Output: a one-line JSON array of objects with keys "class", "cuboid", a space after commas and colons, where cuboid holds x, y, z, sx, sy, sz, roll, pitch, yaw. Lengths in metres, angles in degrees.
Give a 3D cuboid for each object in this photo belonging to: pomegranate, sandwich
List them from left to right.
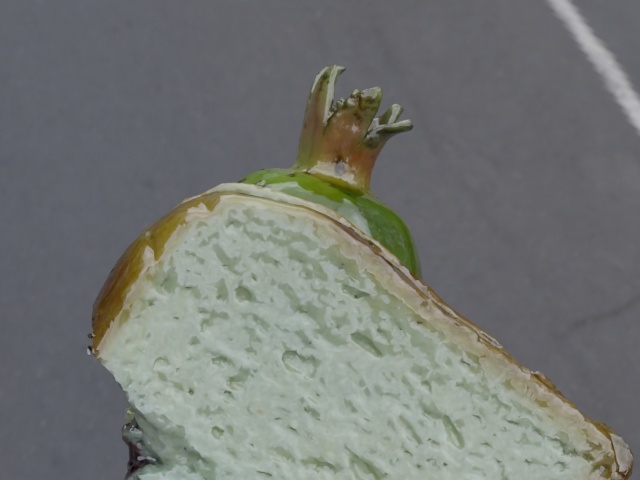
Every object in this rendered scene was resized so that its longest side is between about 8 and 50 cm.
[{"class": "sandwich", "cuboid": [-0.029, 0.135, 0.791, 0.254, 0.099, 0.288, 35, 80, 3]}, {"class": "pomegranate", "cuboid": [0.010, 0.013, 1.502, 0.231, 0.286, 0.231, 40, -6, 5]}]
